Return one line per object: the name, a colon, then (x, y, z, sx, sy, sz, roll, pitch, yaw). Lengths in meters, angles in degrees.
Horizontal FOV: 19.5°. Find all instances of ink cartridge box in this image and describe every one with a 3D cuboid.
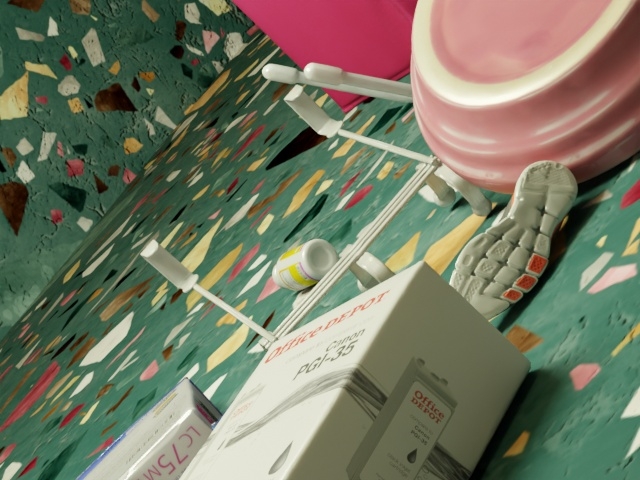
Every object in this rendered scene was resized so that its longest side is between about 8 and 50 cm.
ink cartridge box: (-0.169, 0.220, 1.729, 0.186, 0.065, 0.311, -45, 7, -3)
ink cartridge box: (-0.007, 0.171, 1.263, 0.207, 0.117, 0.283, -32, 19, 50)

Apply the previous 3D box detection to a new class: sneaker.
sneaker: (0.151, 0.011, 1.448, 0.158, 0.061, 0.065, -51, -14, -26)

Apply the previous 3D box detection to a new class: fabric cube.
fabric cube: (0.065, -0.371, 2.467, 0.259, 0.258, 0.254, -53, 15, -32)

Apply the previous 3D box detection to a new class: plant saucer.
plant saucer: (0.197, -0.201, 1.551, 0.332, 0.084, 0.332, -26, 46, 31)

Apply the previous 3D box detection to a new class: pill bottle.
pill bottle: (-0.018, 0.028, 1.947, 0.043, 0.043, 0.083, -53, 14, -29)

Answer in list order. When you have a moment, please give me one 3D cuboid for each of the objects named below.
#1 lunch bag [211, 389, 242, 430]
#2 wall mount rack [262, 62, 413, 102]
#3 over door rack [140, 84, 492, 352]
lunch bag: (-0.028, 0.154, 1.458, 0.065, 0.098, 0.067, -50, 43, -7)
wall mount rack: (0.119, -0.193, 1.890, 0.304, 0.130, 0.350, -31, 10, -9)
over door rack: (0.000, 0.000, 1.758, 0.239, 0.108, 0.324, -48, 33, -7)
